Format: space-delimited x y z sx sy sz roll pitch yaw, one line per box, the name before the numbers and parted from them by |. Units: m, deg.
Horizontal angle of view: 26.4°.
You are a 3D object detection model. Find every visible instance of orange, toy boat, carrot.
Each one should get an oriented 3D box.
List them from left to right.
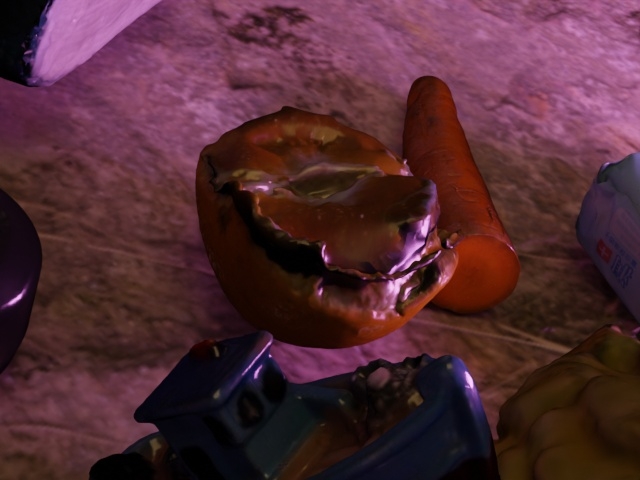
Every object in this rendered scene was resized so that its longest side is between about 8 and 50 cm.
toy boat | -0.019 0.082 0.590 0.097 0.223 0.100 57 44 -14
orange | 0.000 0.000 0.757 0.160 0.112 0.170 23 20 21
carrot | 0.080 -0.046 0.882 0.061 0.061 0.209 9 39 -14

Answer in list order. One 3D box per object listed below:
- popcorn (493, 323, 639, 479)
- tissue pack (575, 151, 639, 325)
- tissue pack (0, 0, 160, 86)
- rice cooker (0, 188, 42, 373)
popcorn | 0.185 0.145 0.601 0.258 0.224 0.270 -18 44 -43
tissue pack | 0.294 0.054 0.838 0.177 0.089 0.263 -10 53 -29
tissue pack | -0.270 -0.308 0.842 0.416 0.253 0.264 27 30 5
rice cooker | -0.219 0.011 0.662 0.165 0.106 0.112 22 45 -15
